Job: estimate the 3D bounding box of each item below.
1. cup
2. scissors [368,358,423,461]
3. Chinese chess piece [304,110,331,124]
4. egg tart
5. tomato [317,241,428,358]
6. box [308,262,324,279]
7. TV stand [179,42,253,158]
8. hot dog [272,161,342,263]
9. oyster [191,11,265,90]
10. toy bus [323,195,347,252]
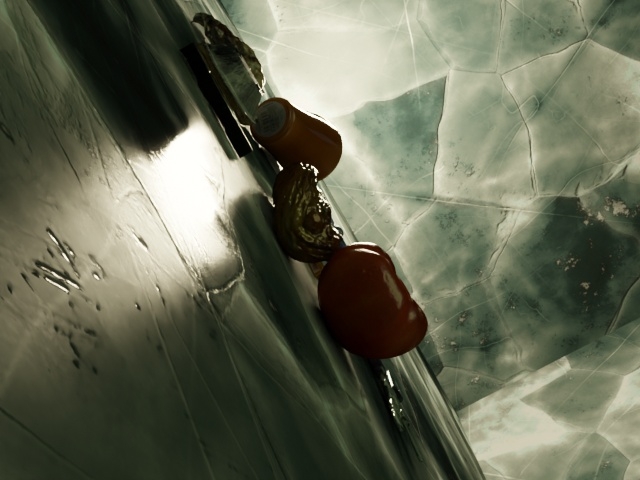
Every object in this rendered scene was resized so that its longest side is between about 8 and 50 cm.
[{"bbox_3d":[-0.084,-0.278,2.238,0.226,0.182,0.264,23,-4,31],"label":"cup"},{"bbox_3d":[0.165,0.359,1.937,0.256,0.029,0.383,59,4,-27],"label":"scissors"},{"bbox_3d":[-0.043,-0.274,2.398,0.188,0.188,0.083,63,8,22],"label":"Chinese chess piece"},{"bbox_3d":[-0.202,-0.377,1.972,0.234,0.094,0.234,58,6,-10],"label":"egg tart"},{"bbox_3d":[0.096,0.129,1.683,0.259,0.180,0.260,61,3,-6],"label":"tomato"},{"bbox_3d":[-0.027,0.021,1.926,0.156,0.022,0.089,63,5,21],"label":"box"},{"bbox_3d":[-0.209,-0.281,1.703,0.249,0.036,0.042,61,4,1],"label":"TV stand"},{"bbox_3d":[-0.035,-0.054,1.727,0.272,0.122,0.196,-105,172,-75],"label":"hot dog"},{"bbox_3d":[-0.239,-0.493,2.206,0.271,0.100,0.275,45,13,-8],"label":"oyster"},{"bbox_3d":[-0.015,-0.056,2.204,0.094,0.079,0.236,14,45,-61],"label":"toy bus"}]
